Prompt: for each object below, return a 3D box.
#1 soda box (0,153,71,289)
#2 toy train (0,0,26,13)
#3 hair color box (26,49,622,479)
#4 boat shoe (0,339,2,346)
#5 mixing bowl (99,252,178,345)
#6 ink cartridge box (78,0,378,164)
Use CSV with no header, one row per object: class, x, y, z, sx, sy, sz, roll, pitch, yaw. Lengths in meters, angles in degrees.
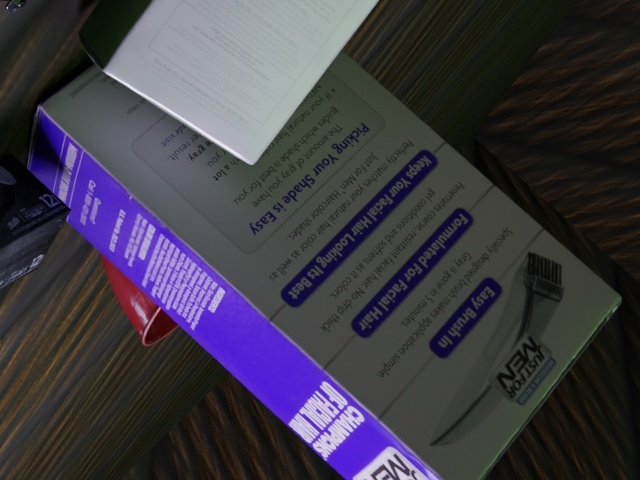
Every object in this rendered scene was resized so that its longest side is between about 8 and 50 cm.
soda box,-0.218,0.012,0.698,0.060,0.053,0.169,-53,173,34
toy train,-0.121,-0.135,0.582,0.036,0.027,0.158,-56,170,34
hair color box,0.000,0.000,0.793,0.185,0.339,0.110,-44,172,-30
boat shoe,-0.276,0.105,0.914,0.135,0.045,0.050,-52,172,34
mixing bowl,-0.117,-0.012,1.032,0.181,0.098,0.181,-46,173,-7
ink cartridge box,-0.023,-0.157,0.677,0.209,0.109,0.062,-52,-145,10
